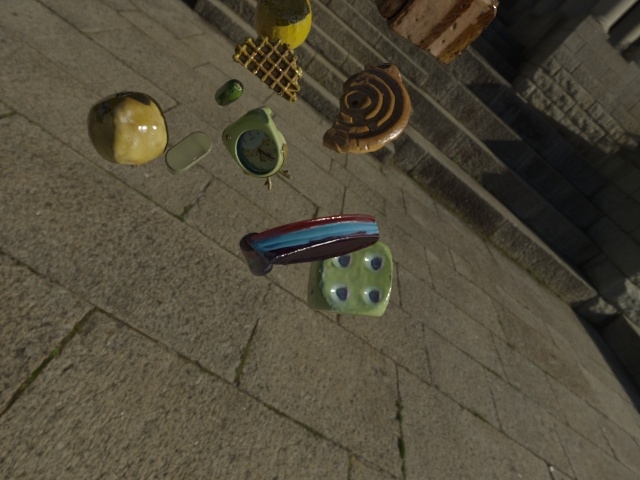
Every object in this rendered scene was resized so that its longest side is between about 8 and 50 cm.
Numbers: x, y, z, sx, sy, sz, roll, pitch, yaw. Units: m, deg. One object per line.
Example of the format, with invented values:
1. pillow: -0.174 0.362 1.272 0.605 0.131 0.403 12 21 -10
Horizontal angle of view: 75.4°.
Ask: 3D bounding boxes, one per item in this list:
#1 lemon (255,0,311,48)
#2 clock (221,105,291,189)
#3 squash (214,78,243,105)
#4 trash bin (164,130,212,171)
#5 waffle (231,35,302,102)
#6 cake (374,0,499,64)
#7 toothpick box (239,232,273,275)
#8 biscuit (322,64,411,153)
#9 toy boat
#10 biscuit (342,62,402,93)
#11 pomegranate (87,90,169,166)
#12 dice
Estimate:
1. lemon: -0.125 -0.746 1.393 0.192 0.231 0.193 5 65 -10
2. clock: -0.241 -0.365 1.690 0.308 0.234 0.096 59 27 -15
3. squash: -0.345 -0.546 1.542 0.068 0.078 0.219 23 -4 -29
4. trash bin: -0.666 -0.430 2.077 0.121 0.243 0.247 53 -15 -15
5. waffle: -0.144 -0.466 1.126 0.191 0.161 0.046 1 22 -12
6. cake: 0.290 -0.643 1.090 0.292 0.198 0.196 17 57 -27
7. toothpick box: -0.242 0.054 1.580 0.149 0.098 0.099 78 -5 -46
8. biscuit: 0.104 -0.255 0.819 0.144 0.224 0.033 26 -20 13
9. toy boat: 0.000 0.000 1.059 0.391 0.136 0.079 -10 52 -39
10. biscuit: 0.151 -0.434 1.386 0.277 0.261 0.052 74 8 -46
11. pomegranate: -0.806 -0.471 1.768 0.332 0.332 0.333 32 28 -20
12. dice: 0.091 0.127 1.414 0.251 0.254 0.250 9 79 -9
